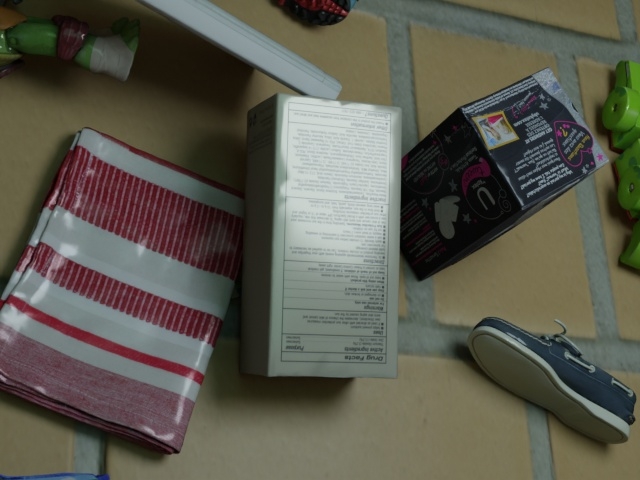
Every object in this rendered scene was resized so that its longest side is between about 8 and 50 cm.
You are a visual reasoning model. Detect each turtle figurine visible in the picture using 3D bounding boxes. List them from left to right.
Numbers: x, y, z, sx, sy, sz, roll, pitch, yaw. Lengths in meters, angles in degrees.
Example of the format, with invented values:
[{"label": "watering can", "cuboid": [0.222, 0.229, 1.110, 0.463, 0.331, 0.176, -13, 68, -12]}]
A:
[{"label": "turtle figurine", "cuboid": [-0.336, -0.285, 1.179, 0.266, 0.198, 0.275, 13, 67, -23]}]

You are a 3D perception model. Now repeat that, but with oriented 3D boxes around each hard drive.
[{"label": "hard drive", "cuboid": [-0.139, -0.256, 1.211, 0.307, 0.203, 0.040, 25, 99, -38]}]

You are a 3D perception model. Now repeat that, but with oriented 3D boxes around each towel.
[{"label": "towel", "cuboid": [-0.215, 0.046, 1.176, 0.237, 0.037, 0.329, 23, 60, -12]}]

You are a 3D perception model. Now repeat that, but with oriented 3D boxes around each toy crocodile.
[{"label": "toy crocodile", "cuboid": [0.471, -0.116, 1.537, 0.115, 0.105, 0.341, 11, 59, -20]}]

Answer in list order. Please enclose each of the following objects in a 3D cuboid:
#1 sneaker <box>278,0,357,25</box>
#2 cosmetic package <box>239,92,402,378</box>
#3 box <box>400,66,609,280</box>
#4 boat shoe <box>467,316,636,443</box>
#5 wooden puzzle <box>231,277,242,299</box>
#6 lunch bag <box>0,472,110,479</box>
[{"label": "sneaker", "cuboid": [-0.055, -0.400, 1.431, 0.262, 0.104, 0.125, 41, 40, -8]}, {"label": "cosmetic package", "cuboid": [0.000, 0.000, 1.203, 0.160, 0.113, 0.310, 5, 85, -22]}, {"label": "box", "cuboid": [0.200, -0.075, 1.298, 0.163, 0.247, 0.142, -26, 82, -31]}, {"label": "boat shoe", "cuboid": [0.296, 0.162, 1.329, 0.254, 0.095, 0.079, 32, 60, -10]}, {"label": "wooden puzzle", "cuboid": [-0.118, 0.048, 1.241, 0.083, 0.006, 0.049, -16, 75, -29]}, {"label": "lunch bag", "cuboid": [-0.281, 0.334, 0.934, 0.221, 0.138, 0.293, -2, 56, -23]}]
